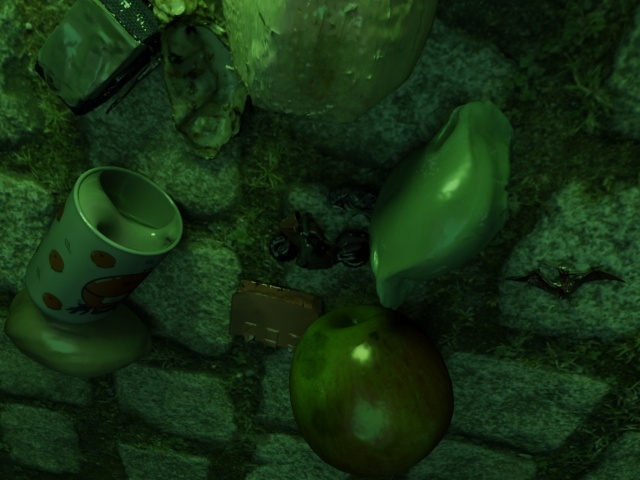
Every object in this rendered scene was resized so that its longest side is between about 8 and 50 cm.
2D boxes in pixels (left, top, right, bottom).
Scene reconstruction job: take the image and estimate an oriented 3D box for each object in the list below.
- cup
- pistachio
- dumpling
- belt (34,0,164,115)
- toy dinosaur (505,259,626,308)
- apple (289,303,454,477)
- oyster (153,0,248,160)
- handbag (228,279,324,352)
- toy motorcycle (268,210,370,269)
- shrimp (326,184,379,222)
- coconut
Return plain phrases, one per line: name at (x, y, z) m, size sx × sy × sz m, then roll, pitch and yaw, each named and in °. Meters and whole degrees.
cup at (-0.464, 0.027, 0.901) m, size 0.212 × 0.212 × 0.317 m, roll 42°, pitch 120°, yaw -15°
pistachio at (-0.577, 0.216, 1.046) m, size 0.331 × 0.207 × 0.226 m, roll 26°, pitch 78°, yaw -14°
dumpling at (0.205, -0.064, 0.741) m, size 0.320 × 0.270 × 0.212 m, roll -40°, pitch 86°, yaw 32°
belt at (-0.358, -0.309, 0.722) m, size 0.230 × 0.140 × 0.126 m, roll -32°, pitch 109°, yaw 19°
toy dinosaur at (0.493, 0.088, 0.874) m, size 0.220 × 0.032 × 0.108 m, roll -4°, pitch 122°, yaw 14°
apple at (0.098, 0.292, 0.890) m, size 0.339 × 0.340 × 0.340 m, roll 4°, pitch 121°, yaw 7°
oyster at (-0.207, -0.272, 0.743) m, size 0.166 × 0.094 × 0.294 m, roll 7°, pitch 139°, yaw -19°
handbag at (-0.106, 0.185, 1.018) m, size 0.212 × 0.059 × 0.158 m, roll 13°, pitch 120°, yaw 4°
toy motorcycle at (0.000, 0.000, 0.878) m, size 0.212 × 0.084 × 0.118 m, roll 5°, pitch 120°, yaw -2°
shrimp at (0.094, -0.067, 0.838) m, size 0.165 × 0.056 × 0.065 m, roll 18°, pitch 89°, yaw 2°
coconut at (0.010, -0.323, 0.570) m, size 0.296 × 0.297 × 0.255 m, roll 14°, pitch 133°, yaw 2°
